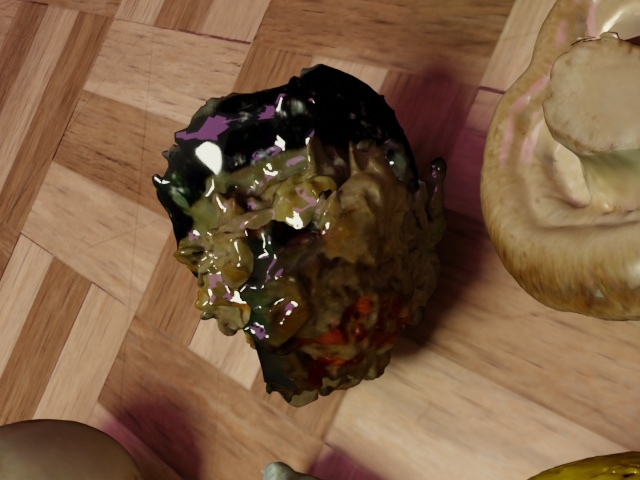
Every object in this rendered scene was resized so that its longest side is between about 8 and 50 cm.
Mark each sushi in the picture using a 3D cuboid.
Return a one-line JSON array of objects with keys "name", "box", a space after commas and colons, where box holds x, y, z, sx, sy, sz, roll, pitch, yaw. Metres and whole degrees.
[{"name": "sushi", "box": [0.002, 0.003, 0.652, 0.225, 0.238, 0.219, -42, 43, 8]}]

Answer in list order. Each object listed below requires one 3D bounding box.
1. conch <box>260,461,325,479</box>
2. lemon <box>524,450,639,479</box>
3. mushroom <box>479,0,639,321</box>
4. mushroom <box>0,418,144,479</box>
[{"name": "conch", "box": [-0.003, 0.246, 0.641, 0.173, 0.106, 0.116, -119, 43, -59]}, {"name": "lemon", "box": [0.148, 0.228, 0.412, 0.263, 0.236, 0.236, -28, 56, 28]}, {"name": "mushroom", "box": [0.214, -0.076, 0.538, 0.278, 0.146, 0.278, -30, 49, 42]}, {"name": "mushroom", "box": [-0.263, 0.320, 0.749, 0.290, 0.297, 0.297, 45, 107, 18]}]
